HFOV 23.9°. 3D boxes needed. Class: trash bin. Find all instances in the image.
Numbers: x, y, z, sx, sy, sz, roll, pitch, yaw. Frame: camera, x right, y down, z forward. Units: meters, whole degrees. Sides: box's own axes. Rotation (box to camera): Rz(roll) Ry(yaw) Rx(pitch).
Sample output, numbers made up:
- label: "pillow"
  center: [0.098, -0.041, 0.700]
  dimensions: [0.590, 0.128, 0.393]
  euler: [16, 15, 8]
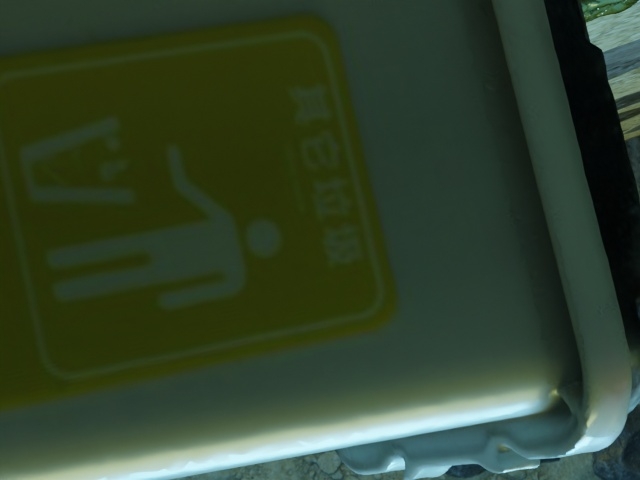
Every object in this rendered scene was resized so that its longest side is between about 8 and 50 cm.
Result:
- label: "trash bin"
  center: [-0.088, 0.001, 0.606]
  dimensions: [0.368, 0.255, 0.296]
  euler: [-11, 176, -23]

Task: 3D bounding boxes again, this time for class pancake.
- label: "pancake"
  center: [0.203, -0.179, 1.177]
  dimensions: [0.108, 0.017, 0.108]
  euler: [-18, -179, 0]
